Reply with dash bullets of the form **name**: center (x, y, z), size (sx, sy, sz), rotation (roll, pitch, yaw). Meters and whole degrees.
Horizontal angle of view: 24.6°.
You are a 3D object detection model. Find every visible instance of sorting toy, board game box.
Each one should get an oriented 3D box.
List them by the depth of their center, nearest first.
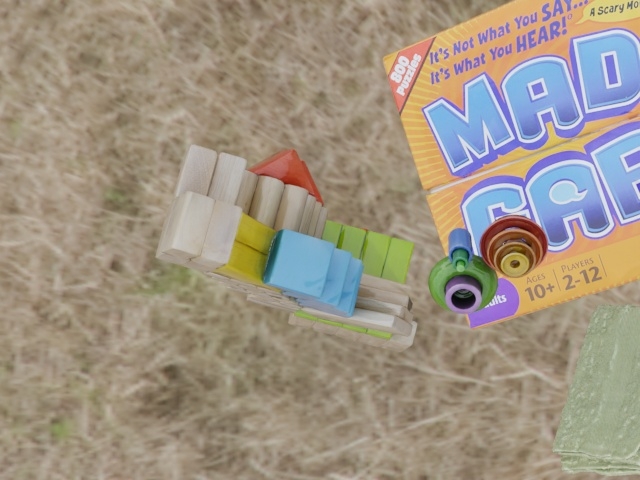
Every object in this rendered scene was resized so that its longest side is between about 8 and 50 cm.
- **sorting toy**: center (0.116, 0.022, 1.049), size (0.061, 0.042, 0.102), rotation (37, 118, -16)
- **board game box**: center (0.358, -0.127, 1.850), size (0.356, 0.356, 0.356), rotation (-20, 85, 31)

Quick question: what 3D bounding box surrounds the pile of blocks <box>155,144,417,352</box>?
- **pile of blocks**: center (0.000, 0.000, 1.155), size (0.149, 0.362, 0.112), rotation (10, 81, 24)

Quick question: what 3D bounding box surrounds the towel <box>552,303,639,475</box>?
- **towel**: center (0.246, 0.120, 1.192), size (0.110, 0.027, 0.148), rotation (-6, 62, 54)
